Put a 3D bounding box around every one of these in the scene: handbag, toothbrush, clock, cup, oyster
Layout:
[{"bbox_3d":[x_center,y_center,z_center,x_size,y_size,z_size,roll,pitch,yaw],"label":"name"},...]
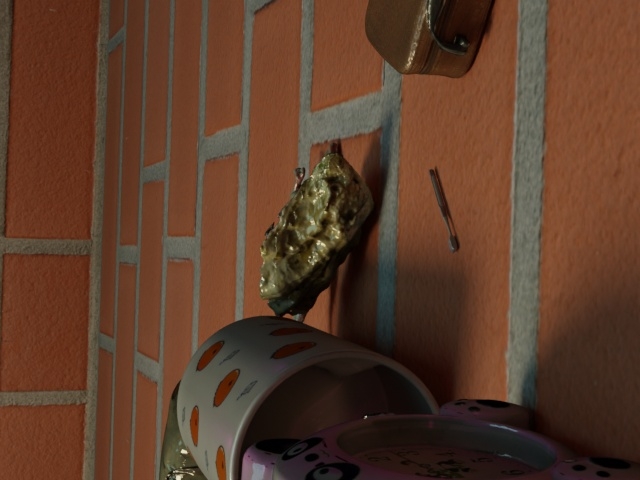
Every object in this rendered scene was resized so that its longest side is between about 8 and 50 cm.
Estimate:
[{"bbox_3d":[-0.196,0.356,1.714,0.182,0.117,0.270,35,120,57],"label":"handbag"},{"bbox_3d":[0.117,-0.029,1.041,0.008,0.006,0.097,113,151,-52],"label":"toothbrush"},{"bbox_3d":[0.107,-0.249,0.999,0.151,0.072,0.193,-114,34,-49],"label":"handbag"},{"bbox_3d":[0.081,0.183,0.773,0.227,0.248,0.090,-164,74,-69],"label":"clock"},{"bbox_3d":[-0.031,0.193,1.129,0.317,0.212,0.212,-168,80,-70],"label":"cup"},{"bbox_3d":[0.003,0.005,1.215,0.072,0.133,0.209,37,103,39],"label":"oyster"}]

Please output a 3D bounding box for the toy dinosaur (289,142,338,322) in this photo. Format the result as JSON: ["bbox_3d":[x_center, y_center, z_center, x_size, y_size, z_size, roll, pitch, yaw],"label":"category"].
[{"bbox_3d":[-0.016,0.021,1.325,0.167,0.053,0.242,136,141,-53],"label":"toy dinosaur"}]
